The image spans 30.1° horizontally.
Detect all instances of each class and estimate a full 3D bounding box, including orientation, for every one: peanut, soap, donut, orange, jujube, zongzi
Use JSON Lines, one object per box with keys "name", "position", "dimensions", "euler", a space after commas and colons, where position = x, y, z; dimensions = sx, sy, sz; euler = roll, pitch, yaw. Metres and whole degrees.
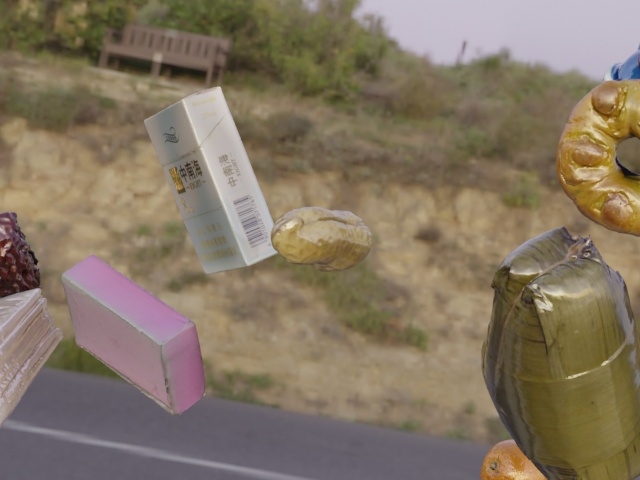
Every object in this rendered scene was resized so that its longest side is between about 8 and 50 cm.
{"name": "peanut", "position": [0.000, 0.000, 1.427], "dimensions": [0.080, 0.080, 0.174], "euler": [10, 1, 33]}
{"name": "soap", "position": [-0.311, 0.155, 1.974], "dimensions": [0.259, 0.181, 0.081], "euler": [30, 51, 33]}
{"name": "donut", "position": [0.436, -0.113, 1.631], "dimensions": [0.227, 0.226, 0.114], "euler": [10, 10, 20]}
{"name": "orange", "position": [0.228, 0.275, 1.397], "dimensions": [0.084, 0.083, 0.083], "euler": [10, 0, 0]}
{"name": "jujube", "position": [-0.372, 0.042, 1.351], "dimensions": [0.104, 0.104, 0.166], "euler": [10, -40, 12]}
{"name": "zongzi", "position": [0.201, 0.080, 1.179], "dimensions": [0.145, 0.274, 0.300], "euler": [-26, 31, -10]}

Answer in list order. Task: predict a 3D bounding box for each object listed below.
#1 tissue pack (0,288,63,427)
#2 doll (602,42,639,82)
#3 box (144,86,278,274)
{"name": "tissue pack", "position": [-0.313, 0.113, 0.945], "dimensions": [0.170, 0.071, 0.325], "euler": [-21, 9, -1]}
{"name": "doll", "position": [0.566, -0.275, 1.900], "dimensions": [0.161, 0.215, 0.257], "euler": [-1, -17, -28]}
{"name": "box", "position": [-0.151, -0.079, 1.654], "dimensions": [0.067, 0.243, 0.155], "euler": [-25, 5, -30]}
